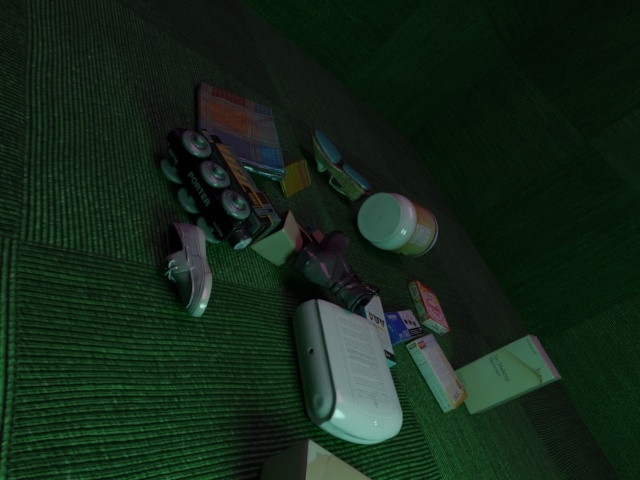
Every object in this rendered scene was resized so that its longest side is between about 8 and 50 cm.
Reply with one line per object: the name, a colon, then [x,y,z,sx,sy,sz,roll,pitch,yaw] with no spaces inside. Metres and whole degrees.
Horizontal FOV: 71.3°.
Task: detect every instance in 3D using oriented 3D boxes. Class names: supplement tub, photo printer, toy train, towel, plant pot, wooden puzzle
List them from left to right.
toy train: [-0.237,-0.126,1.062,0.333,0.142,0.190,56,28,13]
towel: [-0.250,-0.348,1.382,0.272,0.040,0.370,13,43,-29]
plant pot: [-0.106,0.000,1.178,0.096,0.109,0.109,54,23,-24]
towel: [-0.085,-0.218,1.543,0.237,0.021,0.102,-45,121,-65]
wooden puzzle: [0.000,0.000,1.452,0.116,0.014,0.079,57,21,10]
photo printer: [0.065,0.311,1.039,0.256,0.107,0.307,29,34,-39]
supplement tub: [0.313,-0.062,1.803,0.316,0.228,0.228,16,43,-51]

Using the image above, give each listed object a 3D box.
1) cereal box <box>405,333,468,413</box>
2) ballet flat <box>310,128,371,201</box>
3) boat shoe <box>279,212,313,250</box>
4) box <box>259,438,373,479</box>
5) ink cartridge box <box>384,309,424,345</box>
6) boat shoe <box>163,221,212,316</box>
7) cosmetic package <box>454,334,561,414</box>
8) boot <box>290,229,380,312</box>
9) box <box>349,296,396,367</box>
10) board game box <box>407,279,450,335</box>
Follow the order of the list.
cereal box: [0.391,0.435,1.488,0.173,0.047,0.240,7,50,-57]
ballet flat: [0.057,-0.292,1.815,0.348,0.123,0.123,46,26,-4]
boat shoe: [-0.064,-0.026,1.327,0.152,0.056,0.049,50,30,-2]
box: [0.040,0.486,0.751,0.311,0.121,0.148,41,28,-22]
ink cartridge box: [0.267,0.287,1.479,0.207,0.046,0.097,8,48,-55]
boat shoe: [-0.270,0.051,0.874,0.081,0.079,0.227,18,35,-35]
cosmetic package: [0.634,0.467,1.545,0.113,0.309,0.160,20,39,-48]
boot: [0.067,0.091,1.245,0.223,0.118,0.338,36,23,10]
box: [0.143,0.252,1.301,0.101,0.060,0.244,35,30,-32]
board game box: [0.429,0.267,1.776,0.147,0.045,0.193,32,32,-35]
